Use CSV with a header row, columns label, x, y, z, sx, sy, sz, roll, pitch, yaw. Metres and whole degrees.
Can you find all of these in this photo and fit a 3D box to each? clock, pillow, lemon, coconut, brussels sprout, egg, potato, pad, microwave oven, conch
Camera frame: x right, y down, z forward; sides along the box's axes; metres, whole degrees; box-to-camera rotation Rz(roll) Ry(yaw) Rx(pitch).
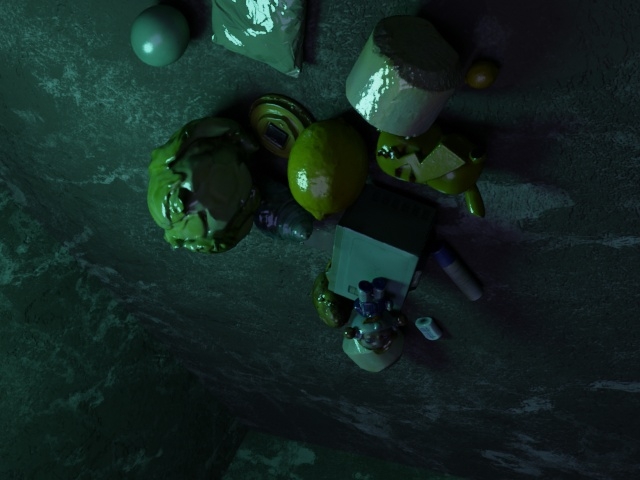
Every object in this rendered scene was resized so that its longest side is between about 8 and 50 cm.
label,x,y,z,sx,sy,sz,roll,pitch,yaw
clock,-0.120,-0.324,1.751,0.237,0.057,0.237,21,145,16
pillow,-0.164,-0.564,1.464,0.274,0.076,0.280,25,145,11
lemon,0.021,-0.203,1.636,0.236,0.236,0.263,37,105,-9
coconut,0.181,-0.356,1.333,0.239,0.239,0.244,30,145,1
lemon,0.361,-0.373,1.325,0.083,0.062,0.062,-13,127,36
brussels sprout,-0.377,-0.176,1.838,0.342,0.425,0.361,4,-172,-40
coconut,0.203,0.383,2.266,0.241,0.241,0.241,20,144,15
egg,-0.437,-0.560,1.606,0.149,0.149,0.192,42,142,-16
potato,0.044,0.219,2.143,0.141,0.296,0.191,-28,104,8
pad,0.000,0.000,2.112,0.188,0.006,0.113,15,142,21
microwave oven,0.190,0.028,1.821,0.286,0.218,0.355,20,144,11
conch,-0.120,-0.088,1.962,0.277,0.195,0.220,50,146,30

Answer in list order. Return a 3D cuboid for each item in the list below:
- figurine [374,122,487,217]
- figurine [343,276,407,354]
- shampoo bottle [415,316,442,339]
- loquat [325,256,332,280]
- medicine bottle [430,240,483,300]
label,x,y,z,sx,sy,sz,roll,pitch,yaw
figurine,0.289,-0.212,1.487,0.327,0.169,0.218,20,149,17
figurine,0.150,0.231,1.804,0.194,0.133,0.274,-31,128,4
shampoo bottle,0.408,0.331,2.192,0.072,0.043,0.099,-12,128,45
loquat,0.087,0.102,2.060,0.141,0.141,0.141,20,144,15
medicine bottle,0.432,0.097,1.866,0.059,0.059,0.231,-17,123,47
